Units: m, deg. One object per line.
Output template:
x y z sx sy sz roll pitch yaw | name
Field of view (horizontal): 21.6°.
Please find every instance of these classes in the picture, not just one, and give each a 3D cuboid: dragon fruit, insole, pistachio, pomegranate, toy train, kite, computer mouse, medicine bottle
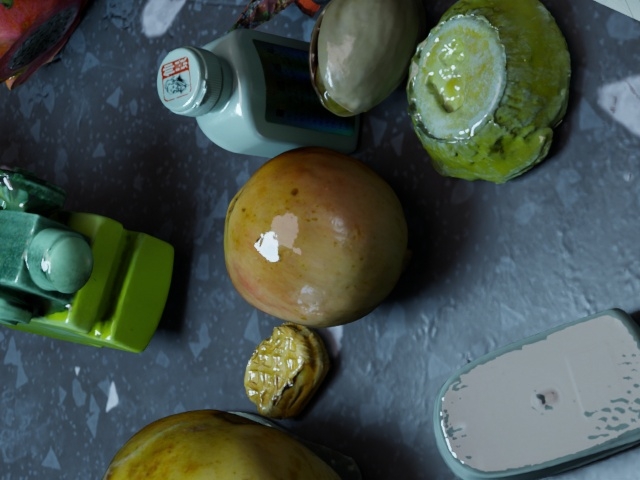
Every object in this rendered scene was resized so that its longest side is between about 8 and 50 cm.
-0.377 -0.300 1.979 0.189 0.290 0.290 37 114 5 | dragon fruit
-0.050 0.234 1.796 0.248 0.011 0.081 13 98 41 | insole
0.044 -0.195 1.679 0.113 0.113 0.149 20 87 41 | pistachio
-0.004 0.001 1.661 0.191 0.191 0.191 -4 84 42 | pomegranate
-0.371 0.021 1.929 0.442 0.272 0.179 8 78 42 | toy train
-0.025 -0.266 1.764 0.232 0.009 0.189 -36 27 1 | kite
0.207 0.148 1.535 0.231 0.079 0.128 -19 76 23 | computer mouse
-0.061 -0.147 1.692 0.083 0.229 0.121 -19 74 38 | medicine bottle
-0.099 0.308 1.668 0.307 0.307 0.307 -4 84 42 | pomegranate

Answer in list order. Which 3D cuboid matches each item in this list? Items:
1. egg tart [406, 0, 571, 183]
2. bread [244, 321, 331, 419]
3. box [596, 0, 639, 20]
0.147 -0.151 1.609 0.197 0.078 0.197 -7 79 41 | egg tart
-0.037 0.136 1.772 0.110 0.044 0.083 -54 54 28 | bread
0.245 -0.249 1.508 0.198 0.109 0.029 34 83 38 | box
